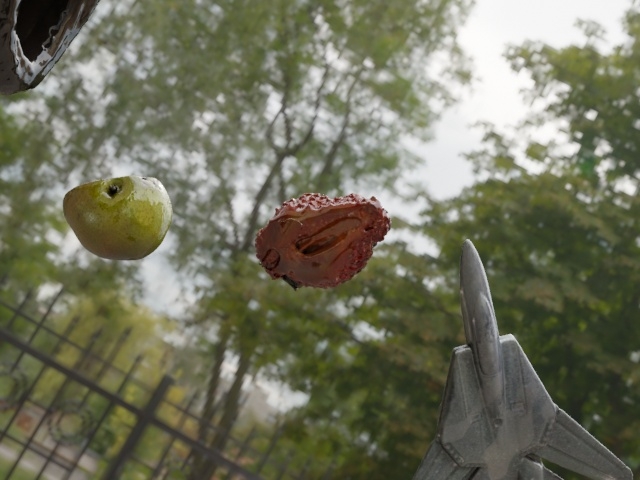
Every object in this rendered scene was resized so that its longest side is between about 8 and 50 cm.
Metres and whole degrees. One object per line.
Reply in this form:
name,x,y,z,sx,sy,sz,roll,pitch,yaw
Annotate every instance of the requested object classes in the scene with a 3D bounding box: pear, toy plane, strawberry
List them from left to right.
pear,-0.262,-0.023,1.496,0.141,0.104,0.141,-11,-15,-3
strawberry,-0.001,0.001,1.147,0.152,0.048,0.104,-30,-83,28
toy plane,0.132,0.120,0.915,0.088,0.212,0.267,-121,-162,-76

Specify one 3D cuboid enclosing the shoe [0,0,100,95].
shoe,-0.354,-0.218,1.066,0.237,0.384,0.171,45,4,22
